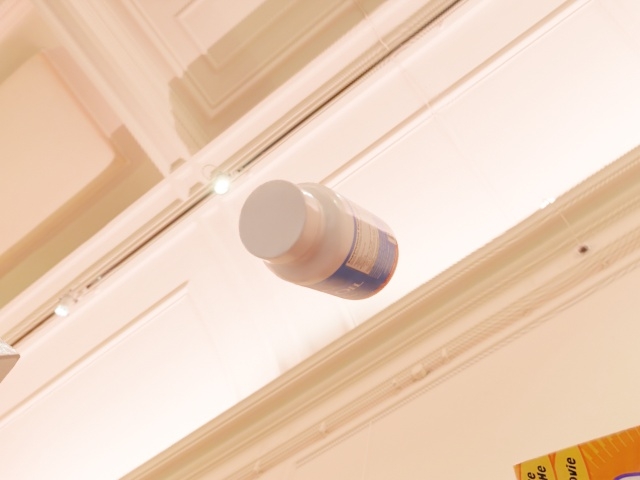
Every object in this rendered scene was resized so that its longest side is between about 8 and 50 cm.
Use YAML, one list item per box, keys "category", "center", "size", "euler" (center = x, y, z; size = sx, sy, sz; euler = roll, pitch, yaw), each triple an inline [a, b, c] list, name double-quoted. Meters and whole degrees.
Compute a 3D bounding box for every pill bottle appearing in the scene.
- category: "pill bottle"
  center: [0.000, 0.000, 0.778]
  size: [0.124, 0.222, 0.124]
  euler: [-9, -107, 29]

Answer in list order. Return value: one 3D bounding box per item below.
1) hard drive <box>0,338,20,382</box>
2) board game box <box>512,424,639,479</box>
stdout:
- category: "hard drive"
  center: [-0.450, 0.012, 0.549]
  size: [0.353, 0.233, 0.047]
  euler: [38, -101, 0]
- category: "board game box"
  center: [0.443, 0.320, 0.497]
  size: [0.356, 0.356, 0.356]
  euler: [20, -42, -37]
